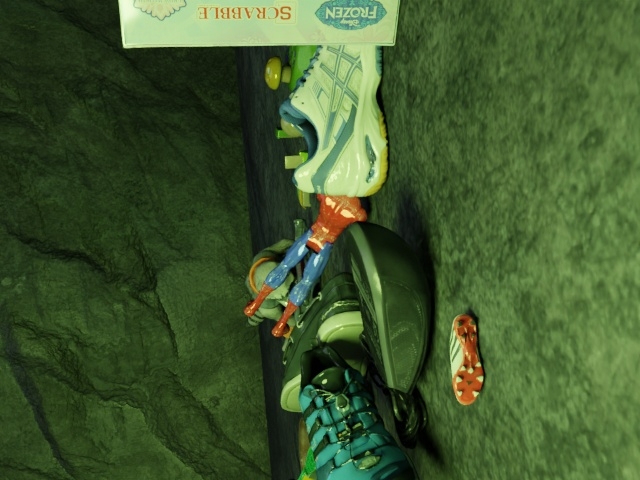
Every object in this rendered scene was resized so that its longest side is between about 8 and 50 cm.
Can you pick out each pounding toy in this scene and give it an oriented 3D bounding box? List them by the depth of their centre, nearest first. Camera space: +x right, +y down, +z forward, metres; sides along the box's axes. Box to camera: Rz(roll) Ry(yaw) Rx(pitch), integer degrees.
[{"bbox_3d":[-0.054,-0.304,1.198,0.237,0.110,0.183,120,150,-61],"label":"pounding toy"}]

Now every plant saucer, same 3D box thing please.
[{"bbox_3d":[-0.015,0.491,1.554,0.198,0.036,0.198,176,90,-80],"label":"plant saucer"}]

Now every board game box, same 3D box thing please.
[{"bbox_3d":[-0.061,-0.365,0.734,0.066,0.318,0.318,-105,16,-51],"label":"board game box"}]

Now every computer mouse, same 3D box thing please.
[{"bbox_3d":[0.087,0.087,0.808,0.188,0.072,0.272,-112,8,-52],"label":"computer mouse"}]

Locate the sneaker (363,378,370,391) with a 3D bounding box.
[{"bbox_3d":[0.058,0.259,1.092,0.057,0.047,0.119,-84,4,-45],"label":"sneaker"}]

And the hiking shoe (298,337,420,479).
[{"bbox_3d":[0.022,0.221,0.820,0.304,0.113,0.132,-147,33,-75],"label":"hiking shoe"}]

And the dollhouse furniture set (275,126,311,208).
[{"bbox_3d":[-0.053,-0.137,1.331,0.076,0.058,0.152,-120,28,-68],"label":"dollhouse furniture set"}]

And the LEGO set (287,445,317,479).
[{"bbox_3d":[0.062,0.417,0.908,0.255,0.192,0.331,-65,12,-7],"label":"LEGO set"}]

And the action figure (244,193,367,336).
[{"bbox_3d":[0.000,0.000,1.052,0.280,0.091,0.139,-56,-5,22],"label":"action figure"}]

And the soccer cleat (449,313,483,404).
[{"bbox_3d":[0.135,0.111,0.657,0.035,0.029,0.083,99,169,-82],"label":"soccer cleat"}]

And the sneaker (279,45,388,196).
[{"bbox_3d":[0.011,-0.204,0.916,0.112,0.131,0.296,130,136,-77],"label":"sneaker"}]

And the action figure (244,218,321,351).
[{"bbox_3d":[-0.082,0.147,1.434,0.330,0.178,0.341,87,177,-66],"label":"action figure"}]

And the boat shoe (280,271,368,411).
[{"bbox_3d":[0.004,0.165,1.095,0.340,0.127,0.113,104,160,-54],"label":"boat shoe"}]
